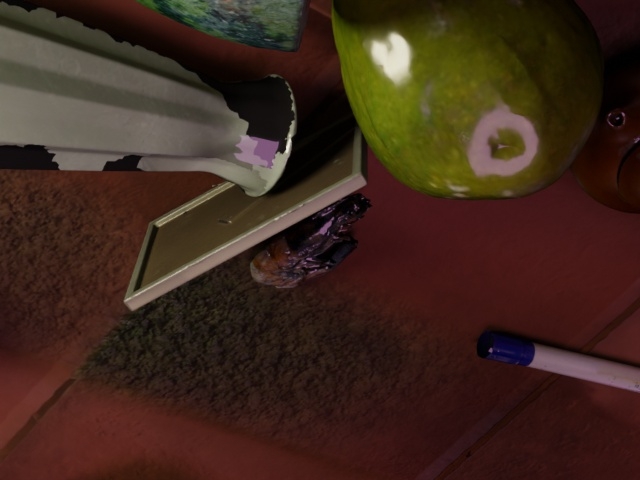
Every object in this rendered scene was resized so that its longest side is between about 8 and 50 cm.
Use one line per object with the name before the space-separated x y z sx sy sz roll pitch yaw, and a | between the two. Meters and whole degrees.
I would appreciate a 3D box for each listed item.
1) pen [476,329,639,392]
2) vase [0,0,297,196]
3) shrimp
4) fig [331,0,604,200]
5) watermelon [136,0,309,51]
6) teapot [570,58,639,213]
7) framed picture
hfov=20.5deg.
pen | 0.295 0.143 2.019 0.269 0.033 0.033 14 129 -27
vase | -0.203 -0.123 1.536 0.360 0.165 0.165 9 131 -30
shrimp | 0.000 0.000 1.799 0.161 0.034 0.091 -37 144 30
fig | 0.124 -0.193 1.513 0.233 0.233 0.314 -8 105 -7
watermelon | -0.044 -0.259 1.346 0.292 0.250 0.283 -38 160 11
teapot | 0.345 -0.079 1.738 0.178 0.135 0.252 -34 132 24
framed picture | -0.065 -0.033 1.642 0.250 0.184 0.016 -28 110 12
